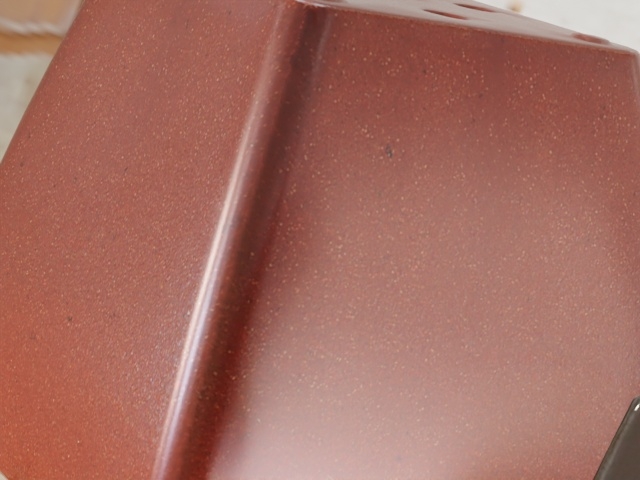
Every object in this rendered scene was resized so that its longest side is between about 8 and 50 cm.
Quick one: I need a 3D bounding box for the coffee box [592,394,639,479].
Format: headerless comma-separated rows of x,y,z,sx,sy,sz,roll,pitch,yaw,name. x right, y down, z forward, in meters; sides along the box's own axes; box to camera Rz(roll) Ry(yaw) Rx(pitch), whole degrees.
0.122,0.103,0.465,0.119,0.168,0.297,27,-165,14,coffee box

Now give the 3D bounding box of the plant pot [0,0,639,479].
0.000,0.000,0.847,0.267,0.235,0.267,3,-166,-32,plant pot
